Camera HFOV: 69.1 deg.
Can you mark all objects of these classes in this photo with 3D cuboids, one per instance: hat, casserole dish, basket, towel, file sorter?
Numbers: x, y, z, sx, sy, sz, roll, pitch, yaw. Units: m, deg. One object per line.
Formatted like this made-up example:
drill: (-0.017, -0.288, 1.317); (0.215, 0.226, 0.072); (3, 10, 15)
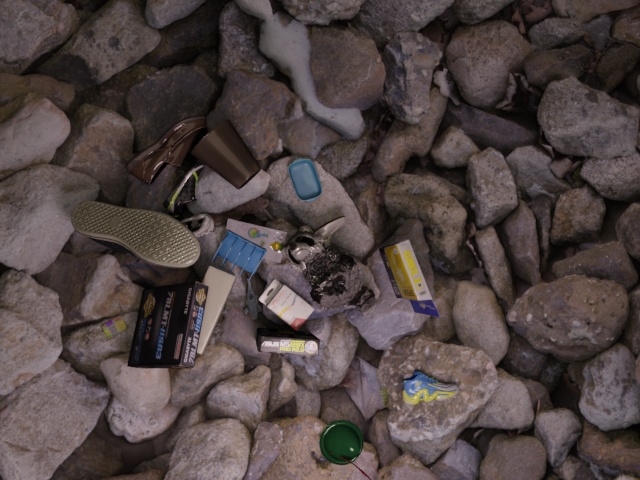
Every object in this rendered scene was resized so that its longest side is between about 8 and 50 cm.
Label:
hat: (0.112, 0.806, 1.783); (0.209, 0.183, 0.172); (19, 81, -7)
casserole dish: (-0.065, -0.249, 1.936); (0.114, 0.037, 0.188); (-19, 88, -11)
basket: (-0.356, -0.327, 1.842); (0.204, 0.154, 0.227); (-44, 96, -5)
towel: (-0.782, 0.329, 1.771); (0.083, 0.009, 0.060); (-30, 91, -10)
file sorter: (-0.318, 0.064, 1.805); (0.170, 0.104, 0.118); (29, 112, -5)

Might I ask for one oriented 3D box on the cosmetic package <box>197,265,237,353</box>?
cosmetic package: (-0.428, 0.259, 1.762); (0.113, 0.160, 0.309); (23, 80, -6)

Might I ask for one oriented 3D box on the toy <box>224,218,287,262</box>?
toy: (-0.259, -0.005, 1.858); (0.238, 0.056, 0.136); (15, 112, 0)

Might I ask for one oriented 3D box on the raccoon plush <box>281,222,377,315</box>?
raccoon plush: (0.019, 0.137, 1.832); (0.216, 0.446, 0.299); (-38, 51, -7)

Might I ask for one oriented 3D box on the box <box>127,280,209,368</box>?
box: (-0.546, 0.305, 1.661); (0.073, 0.294, 0.295); (31, 57, -48)

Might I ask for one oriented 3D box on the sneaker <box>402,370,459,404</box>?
sneaker: (0.449, 0.592, 1.909); (0.240, 0.091, 0.126); (-10, 85, -9)

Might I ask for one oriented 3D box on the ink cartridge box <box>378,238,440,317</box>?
ink cartridge box: (0.336, 0.157, 1.826); (0.072, 0.303, 0.307); (-18, 87, -8)

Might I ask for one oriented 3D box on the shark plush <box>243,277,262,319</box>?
shark plush: (-0.264, 0.231, 1.838); (0.073, 0.067, 0.161); (4, 84, -9)

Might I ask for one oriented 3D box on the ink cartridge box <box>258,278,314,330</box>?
ink cartridge box: (-0.138, 0.255, 1.856); (0.198, 0.067, 0.115); (39, 80, -3)

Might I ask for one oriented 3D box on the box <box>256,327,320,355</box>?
box: (-0.129, 0.376, 1.744); (0.217, 0.270, 0.060); (5, 85, -8)

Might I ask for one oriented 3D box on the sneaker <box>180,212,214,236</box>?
sneaker: (-0.552, -0.023, 1.793); (0.292, 0.118, 0.110); (-32, 92, -10)

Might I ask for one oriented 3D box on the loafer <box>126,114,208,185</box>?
loafer: (-0.576, -0.348, 1.824); (0.366, 0.134, 0.130); (-39, 96, -1)

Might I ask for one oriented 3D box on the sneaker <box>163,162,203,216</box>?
sneaker: (-0.521, -0.198, 1.841); (0.097, 0.084, 0.234); (37, 88, -17)

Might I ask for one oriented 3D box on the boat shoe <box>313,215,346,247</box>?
boat shoe: (0.000, 0.000, 1.895); (0.277, 0.098, 0.096); (-33, 92, -1)

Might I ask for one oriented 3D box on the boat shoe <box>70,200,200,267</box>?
boat shoe: (-0.658, -0.019, 1.702); (0.501, 0.156, 0.186); (15, 74, 10)
